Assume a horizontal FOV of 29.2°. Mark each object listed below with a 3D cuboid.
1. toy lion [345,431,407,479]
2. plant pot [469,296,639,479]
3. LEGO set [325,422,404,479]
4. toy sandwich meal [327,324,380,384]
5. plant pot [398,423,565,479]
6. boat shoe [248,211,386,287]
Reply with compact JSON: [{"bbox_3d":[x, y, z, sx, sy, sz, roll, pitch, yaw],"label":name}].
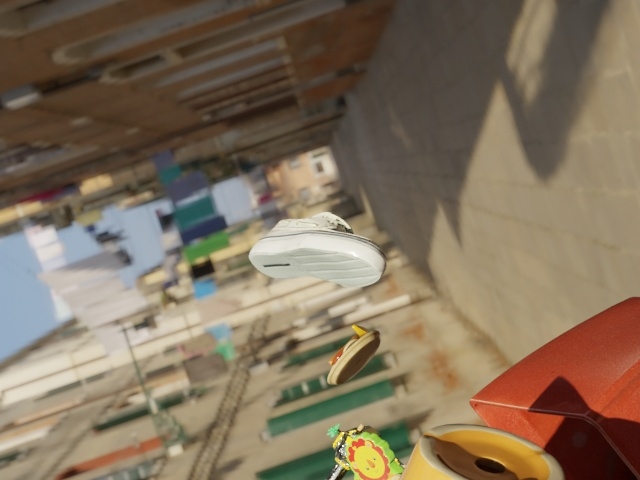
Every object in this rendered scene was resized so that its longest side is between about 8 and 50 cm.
[{"bbox_3d":[0.070,0.293,1.559,0.096,0.034,0.100,36,131,19],"label":"toy lion"},{"bbox_3d":[0.381,0.205,1.404,0.267,0.236,0.267,50,162,-12],"label":"plant pot"},{"bbox_3d":[0.078,0.446,1.853,0.331,0.255,0.192,46,-165,16],"label":"LEGO set"},{"bbox_3d":[0.031,0.119,1.310,0.029,0.085,0.085,43,171,20],"label":"toy sandwich meal"},{"bbox_3d":[0.129,0.271,1.067,0.205,0.205,0.188,-105,25,-70],"label":"plant pot"},{"bbox_3d":[0.000,0.000,1.443,0.226,0.076,0.083,3,146,49],"label":"boat shoe"}]
